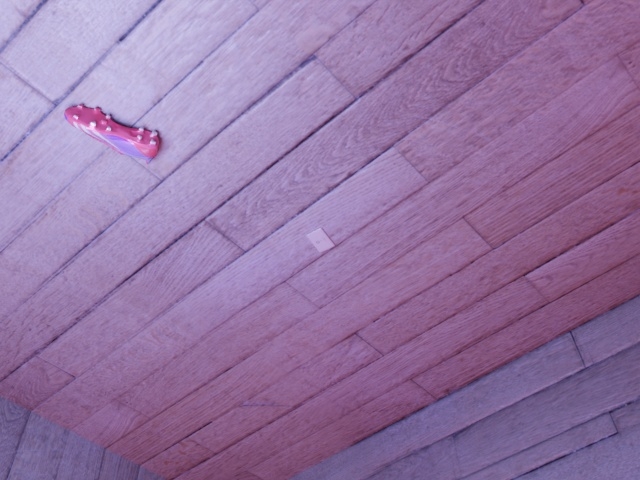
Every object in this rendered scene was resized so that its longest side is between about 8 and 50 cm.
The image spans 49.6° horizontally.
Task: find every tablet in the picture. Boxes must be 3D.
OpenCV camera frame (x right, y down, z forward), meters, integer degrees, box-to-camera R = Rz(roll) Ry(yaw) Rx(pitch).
[{"bbox_3d":[0.000,0.000,2.084,0.054,0.006,0.083,-25,126,18],"label":"tablet"}]

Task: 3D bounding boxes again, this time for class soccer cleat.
[{"bbox_3d":[-0.541,-0.270,1.792,0.248,0.083,0.095,17,132,-19],"label":"soccer cleat"}]
